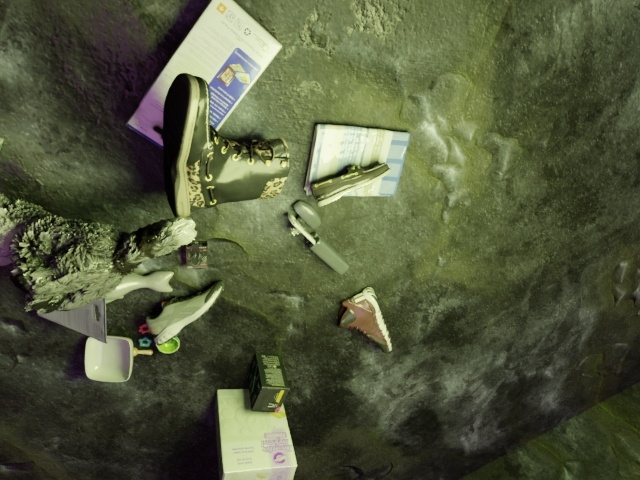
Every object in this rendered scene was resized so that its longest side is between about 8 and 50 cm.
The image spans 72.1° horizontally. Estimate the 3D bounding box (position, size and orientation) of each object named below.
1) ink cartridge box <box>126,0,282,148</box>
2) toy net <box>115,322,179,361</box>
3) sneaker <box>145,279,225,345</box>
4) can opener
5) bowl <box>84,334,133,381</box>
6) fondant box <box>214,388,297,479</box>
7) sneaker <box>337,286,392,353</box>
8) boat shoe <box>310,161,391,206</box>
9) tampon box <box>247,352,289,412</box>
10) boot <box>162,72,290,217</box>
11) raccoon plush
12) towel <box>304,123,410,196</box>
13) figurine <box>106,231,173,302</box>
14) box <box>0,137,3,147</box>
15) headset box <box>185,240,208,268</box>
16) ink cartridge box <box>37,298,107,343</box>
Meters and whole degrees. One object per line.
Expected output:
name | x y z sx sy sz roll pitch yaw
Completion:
ink cartridge box | -0.274 -0.370 1.030 0.176 0.069 0.371 34 104 -32
toy net | -0.570 0.333 1.388 0.232 0.045 0.122 -24 125 -1
sneaker | -0.408 0.202 1.327 0.272 0.100 0.108 -36 93 -3
can opener | 0.000 0.000 1.333 0.093 0.074 0.280 -37 124 7
bowl | -0.640 0.356 1.346 0.142 0.053 0.141 4 94 0
fondant box | -0.234 0.671 1.523 0.239 0.330 0.096 5 119 -20
sneaker | 0.147 0.302 1.557 0.163 0.106 0.281 -20 114 2
boat shoe | 0.084 -0.169 1.209 0.228 0.081 0.068 -26 95 -4
tampon box | -0.185 0.494 1.530 0.102 0.161 0.120 12 117 -23
boot | -0.214 -0.214 1.040 0.285 0.138 0.377 -11 141 -29
raccoon plush | -0.559 -0.028 1.050 0.447 0.299 0.216 -23 162 -25
towel | 0.103 -0.222 1.252 0.285 0.034 0.209 0 121 -17
figurine | -0.517 0.070 1.222 0.210 0.092 0.214 -4 122 -19
box | -0.786 -0.194 0.974 0.102 0.087 0.101 25 111 -28
headset box | -0.360 0.045 1.280 0.062 0.032 0.083 -1 119 -16
ink cartridge box | -0.661 0.153 1.180 0.224 0.045 0.223 22 124 5
